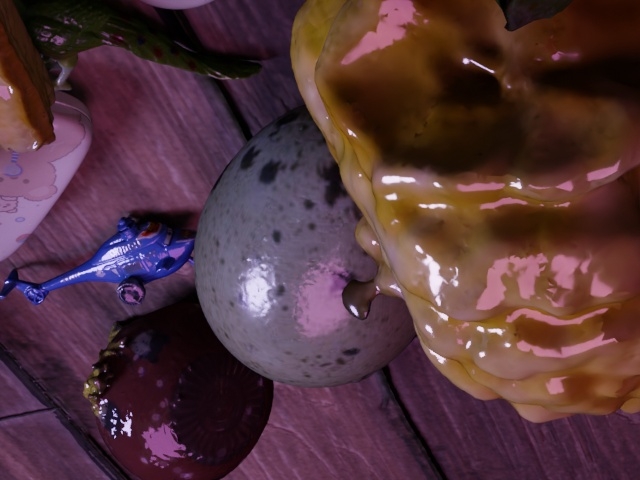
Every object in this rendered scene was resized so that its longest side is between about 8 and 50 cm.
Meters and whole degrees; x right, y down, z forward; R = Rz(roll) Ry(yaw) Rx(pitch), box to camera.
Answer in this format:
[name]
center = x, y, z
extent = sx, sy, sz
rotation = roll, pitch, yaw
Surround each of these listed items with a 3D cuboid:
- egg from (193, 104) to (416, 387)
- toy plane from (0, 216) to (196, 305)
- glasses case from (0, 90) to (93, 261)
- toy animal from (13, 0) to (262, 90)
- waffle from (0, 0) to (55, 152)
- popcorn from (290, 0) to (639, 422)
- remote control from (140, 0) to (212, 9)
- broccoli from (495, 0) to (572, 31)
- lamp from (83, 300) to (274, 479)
[egg]
center = 0.000, 0.000, 1.332
extent = 0.177, 0.177, 0.228
rotation = 1, 134, -8
[toy plane]
center = -0.168, 0.018, 1.460
extent = 0.167, 0.054, 0.062
rotation = -19, 120, 20
[glasses case]
center = -0.228, -0.043, 1.346
extent = 0.081, 0.051, 0.204
rotation = 11, 144, -26
[toy animal]
center = -0.143, -0.123, 1.244
extent = 0.217, 0.041, 0.075
rotation = 17, 134, -37
[waffle]
center = -0.345, -0.147, 1.108
extent = 0.348, 0.077, 0.304
rotation = -1, 146, 10
[popcorn]
center = 0.161, -0.084, 1.078
extent = 0.382, 0.349, 0.349
rotation = -25, 145, 5
[remote control]
center = -0.069, -0.210, 1.112
extent = 0.078, 0.042, 0.221
rotation = 5, 146, -16
[broccoli]
center = 0.041, -0.251, 0.853
extent = 0.297, 0.297, 0.297
rotation = -37, 165, -11
[lamp]
center = -0.118, 0.122, 1.553
extent = 0.135, 0.156, 0.157
rotation = 14, 133, 52
